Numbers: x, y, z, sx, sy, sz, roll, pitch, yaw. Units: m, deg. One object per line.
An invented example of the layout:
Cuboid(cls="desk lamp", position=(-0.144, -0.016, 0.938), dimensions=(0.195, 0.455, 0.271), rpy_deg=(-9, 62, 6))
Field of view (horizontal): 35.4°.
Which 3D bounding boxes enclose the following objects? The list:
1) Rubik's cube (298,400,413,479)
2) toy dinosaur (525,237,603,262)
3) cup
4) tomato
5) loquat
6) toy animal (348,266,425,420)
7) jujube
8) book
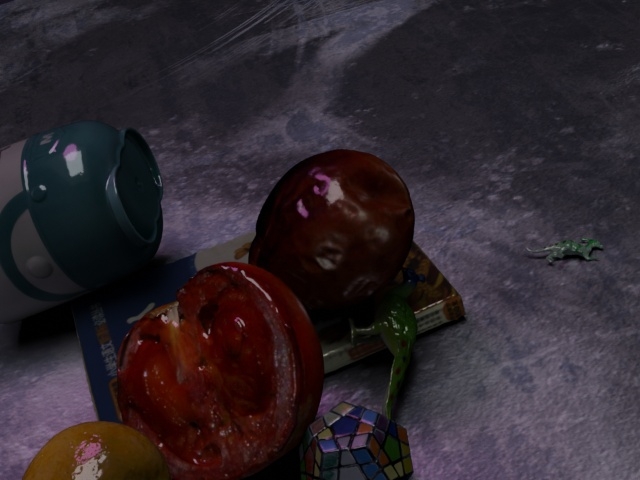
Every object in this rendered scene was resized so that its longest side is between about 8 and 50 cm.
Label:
Cuboid(cls="Rubik's cube", position=(0.032, 0.205, 0.939), dimensions=(0.111, 0.111, 0.093), rpy_deg=(-32, 62, -24))
Cuboid(cls="toy dinosaur", position=(0.295, 0.006, 1.198), dimensions=(0.062, 0.021, 0.083), rpy_deg=(-30, 38, -33))
Cuboid(cls="cup", position=(-0.347, -0.048, 1.324), dimensions=(0.257, 0.219, 0.290), rpy_deg=(-20, 33, 11))
Cuboid(cls="tomato", position=(-0.082, 0.135, 1.015), dimensions=(0.233, 0.200, 0.139), rpy_deg=(-31, -17, 29))
Cuboid(cls="loquat", position=(-0.210, 0.245, 0.939), dimensions=(0.163, 0.137, 0.163), rpy_deg=(-17, 27, 9))
Cuboid(cls="toy animal", position=(0.061, 0.119, 1.067), dimensions=(0.075, 0.041, 0.217), rpy_deg=(6, 53, 11))
Cuboid(cls="jujube", position=(0.000, 0.000, 1.103), dimensions=(0.236, 0.168, 0.168), rpy_deg=(-34, 12, 47))
Cuboid(cls="book", position=(-0.079, 0.084, 1.218), dimensions=(0.427, 0.039, 0.300), rpy_deg=(-22, 34, -10))
